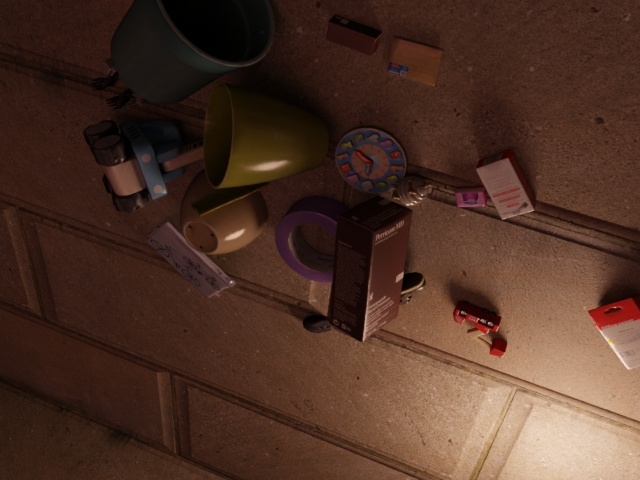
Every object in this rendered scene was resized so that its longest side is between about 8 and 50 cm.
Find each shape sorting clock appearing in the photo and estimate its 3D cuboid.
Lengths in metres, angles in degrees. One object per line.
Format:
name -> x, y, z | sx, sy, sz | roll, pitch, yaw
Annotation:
shape sorting clock -> 0.139, -0.220, 1.870 | 0.206, 0.040, 0.206 | 14, 131, 17

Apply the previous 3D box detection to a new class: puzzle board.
puzzle board -> 0.234, -0.447, 1.664 | 0.128, 0.011, 0.096 | 20, 133, 13

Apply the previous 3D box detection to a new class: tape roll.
tape roll -> 0.000, 0.000, 2.082 | 0.275, 0.090, 0.274 | 14, 129, 17

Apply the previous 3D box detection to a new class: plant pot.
plant pot -> -0.337, -0.064, 2.135 | 0.284, 0.191, 0.284 | 15, 131, 17
plant pot -> -0.138, -0.270, 1.801 | 0.294, 0.274, 0.275 | 1, 139, -25
plant pot -> -0.349, -0.527, 1.706 | 0.334, 0.341, 0.341 | -23, 112, 46

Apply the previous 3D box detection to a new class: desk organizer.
desk organizer -> 0.082, -0.511, 1.667 | 0.130, 0.047, 0.050 | 23, 135, 9

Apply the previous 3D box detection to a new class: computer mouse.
computer mouse -> 0.043, 0.300, 2.328 | 0.242, 0.041, 0.071 | -3, 123, 28

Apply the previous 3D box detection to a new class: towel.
towel -> -0.269, -0.140, 2.004 | 0.102, 0.237, 0.021 | 34, 146, 58

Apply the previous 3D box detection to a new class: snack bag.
snack bag -> -0.458, 0.063, 2.325 | 0.323, 0.037, 0.342 | 45, 155, -9

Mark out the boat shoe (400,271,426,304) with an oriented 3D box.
boat shoe -> 0.253, 0.163, 2.093 | 0.073, 0.080, 0.223 | 44, 137, -19

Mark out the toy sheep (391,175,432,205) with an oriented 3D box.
toy sheep -> 0.252, -0.138, 1.845 | 0.132, 0.091, 0.091 | -10, 121, 47

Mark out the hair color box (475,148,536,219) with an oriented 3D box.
hair color box -> 0.485, -0.145, 1.744 | 0.093, 0.053, 0.167 | -18, 114, 35

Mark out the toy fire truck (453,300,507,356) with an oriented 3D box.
toy fire truck -> 0.496, 0.274, 2.071 | 0.192, 0.047, 0.135 | 21, 133, 12

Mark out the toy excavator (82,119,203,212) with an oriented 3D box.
toy excavator -> -0.446, -0.263, 2.035 | 0.433, 0.445, 0.222 | 45, 154, 52

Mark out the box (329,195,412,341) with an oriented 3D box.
box -> 0.144, 0.083, 1.950 | 0.143, 0.191, 0.381 | 25, 127, 34

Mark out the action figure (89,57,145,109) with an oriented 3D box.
action figure -> -0.554, -0.473, 1.962 | 0.276, 0.141, 0.164 | -19, 114, 40

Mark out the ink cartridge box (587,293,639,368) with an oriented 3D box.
ink cartridge box -> 0.852, 0.236, 1.837 | 0.134, 0.078, 0.231 | -27, 110, 38

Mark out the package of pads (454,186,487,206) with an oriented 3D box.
package of pads -> 0.408, -0.119, 1.817 | 0.083, 0.032, 0.050 | -1, 126, 28
